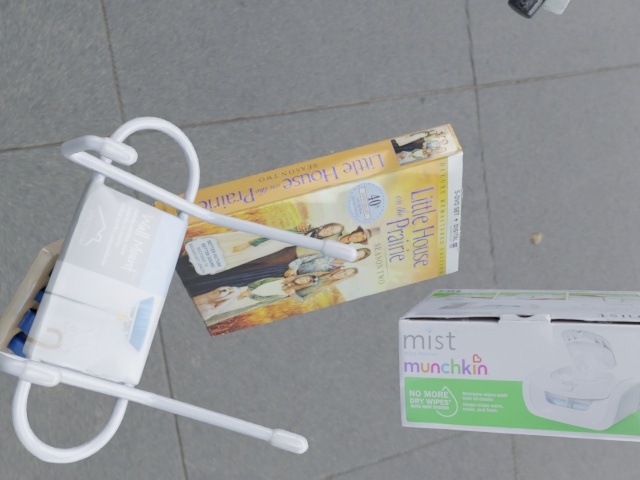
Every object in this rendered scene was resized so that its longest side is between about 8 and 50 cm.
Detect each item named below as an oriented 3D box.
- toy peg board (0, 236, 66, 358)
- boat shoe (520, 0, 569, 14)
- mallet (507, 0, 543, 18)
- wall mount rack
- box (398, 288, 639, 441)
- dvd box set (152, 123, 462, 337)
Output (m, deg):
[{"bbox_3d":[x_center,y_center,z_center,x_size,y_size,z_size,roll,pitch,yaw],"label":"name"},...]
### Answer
[{"bbox_3d":[-0.265,0.068,0.857,0.079,0.160,0.161,38,112,3],"label":"toy peg board"},{"bbox_3d":[0.193,-0.309,0.578,0.091,0.303,0.114,20,49,7],"label":"boat shoe"},{"bbox_3d":[0.273,-0.289,0.865,0.039,0.189,0.062,32,92,-16],"label":"mallet"},{"bbox_3d":[-0.135,0.059,0.746,0.304,0.130,0.350,25,75,-36],"label":"wall mount rack"},{"bbox_3d":[0.239,0.126,0.875,0.261,0.231,0.127,0,95,17],"label":"box"},{"bbox_3d":[0.000,0.000,1.145,0.420,0.062,0.308,-15,145,-2],"label":"dvd box set"}]
